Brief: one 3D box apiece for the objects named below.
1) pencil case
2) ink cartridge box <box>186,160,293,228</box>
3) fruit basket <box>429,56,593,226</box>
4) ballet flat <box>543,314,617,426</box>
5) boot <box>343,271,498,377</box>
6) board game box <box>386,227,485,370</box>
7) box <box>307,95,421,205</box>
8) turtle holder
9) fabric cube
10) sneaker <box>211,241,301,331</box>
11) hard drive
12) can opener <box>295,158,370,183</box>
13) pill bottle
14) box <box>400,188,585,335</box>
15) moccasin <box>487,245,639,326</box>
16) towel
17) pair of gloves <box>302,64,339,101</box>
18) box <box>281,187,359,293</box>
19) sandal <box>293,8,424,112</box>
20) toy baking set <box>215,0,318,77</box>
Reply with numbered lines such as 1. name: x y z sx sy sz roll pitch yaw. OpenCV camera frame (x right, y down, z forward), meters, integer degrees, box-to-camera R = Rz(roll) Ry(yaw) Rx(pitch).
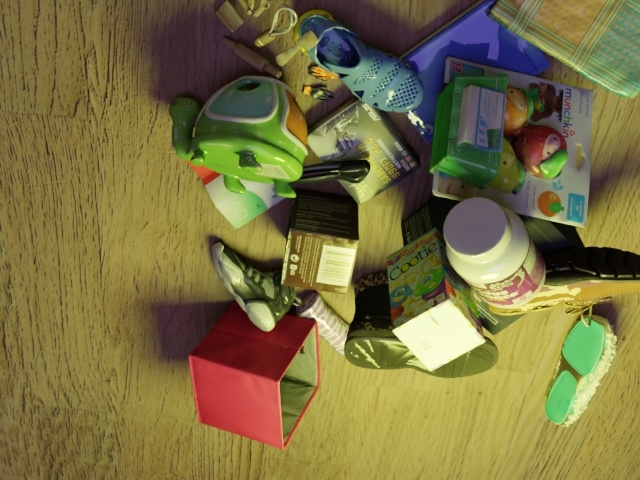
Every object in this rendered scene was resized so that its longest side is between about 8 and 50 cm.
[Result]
1. pencil case: 0.024 0.229 1.997 0.088 0.086 0.206 -49 117 -10
2. ink cartridge box: -0.204 -0.159 1.766 0.181 0.056 0.224 -31 119 19
3. fruit basket: 0.420 -0.216 1.533 0.353 0.327 0.165 10 165 -4
4. ballet flat: 0.753 0.359 2.057 0.147 0.147 0.409 8 126 -4
5. boot: 0.250 0.209 1.856 0.377 0.284 0.138 1 122 2
6. board game box: 0.248 0.123 1.592 0.142 0.275 0.144 -34 116 21
7. box: 0.100 -0.218 1.715 0.183 0.056 0.231 -32 117 20
8. turtle holder: -0.172 -0.237 1.620 0.243 0.227 0.320 24 165 -41
9. fabric cube: -0.167 0.356 1.942 0.258 0.259 0.254 11 126 20
10. sneaker: -0.165 0.096 1.905 0.268 0.153 0.101 55 156 4
11. hard drive: 0.318 -0.383 1.611 0.319 0.040 0.210 -32 117 20
12. can opener: 0.027 -0.164 1.691 0.186 0.059 0.073 -3 151 16
13. pill bottle: 0.359 0.025 1.501 0.169 0.169 0.301 -26 149 17
14. box: 0.430 0.010 1.784 0.343 0.179 0.312 40 117 -22
15. moccasin: 0.573 0.111 1.658 0.380 0.139 0.147 -11 123 9
16. towel: 0.570 -0.490 1.486 0.370 0.040 0.271 27 108 -9
17. pair of gloves: 0.002 -0.360 1.652 0.074 0.010 0.083 12 124 -7
18. box: 0.000 0.000 1.774 0.167 0.203 0.168 8 123 -4
19. sandal: 0.079 -0.372 1.533 0.317 0.138 0.126 29 104 -7
20. toy baking set: -0.124 -0.436 1.510 0.256 0.030 0.197 38 146 11
